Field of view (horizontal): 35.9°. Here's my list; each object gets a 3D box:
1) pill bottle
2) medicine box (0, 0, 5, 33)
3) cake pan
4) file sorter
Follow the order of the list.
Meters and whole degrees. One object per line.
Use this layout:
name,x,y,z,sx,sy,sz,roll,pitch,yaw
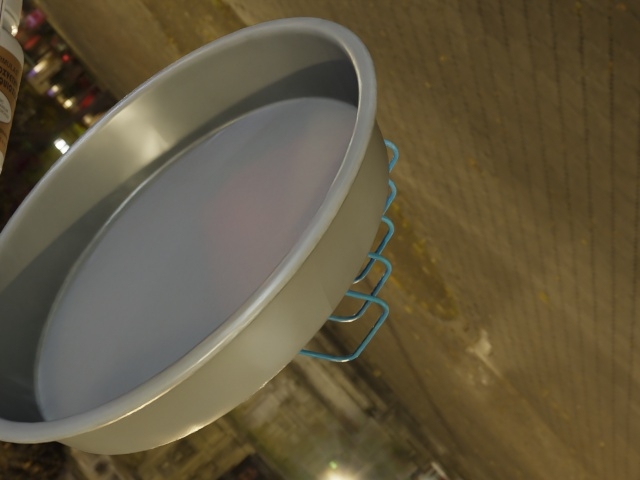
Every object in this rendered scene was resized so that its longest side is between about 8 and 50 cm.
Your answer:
pill bottle,-0.412,-0.189,1.131,0.131,0.229,0.131,4,160,1
medicine box,-0.393,-0.151,0.835,0.149,0.289,0.263,15,-157,0
cake pan,-0.081,-0.005,0.556,0.054,0.293,0.293,48,176,-34
file sorter,0.000,0.000,0.825,0.104,0.170,0.118,14,145,-10
